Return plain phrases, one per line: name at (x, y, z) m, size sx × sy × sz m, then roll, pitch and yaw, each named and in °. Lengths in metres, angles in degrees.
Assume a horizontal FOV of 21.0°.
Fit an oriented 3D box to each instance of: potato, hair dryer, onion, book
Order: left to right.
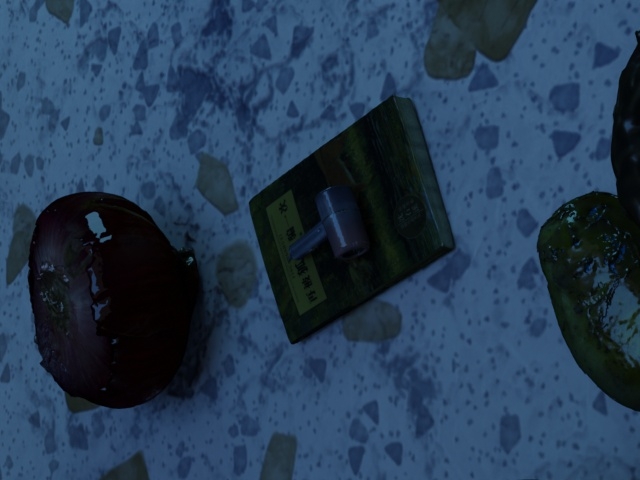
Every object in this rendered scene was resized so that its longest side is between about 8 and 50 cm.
onion at (-0.222, 0.063, 1.816) m, size 0.248 × 0.161 × 0.248 m, roll -20°, pitch 66°, yaw 54°
hair dryer at (0.000, 0.000, 1.640) m, size 0.114 × 0.037 × 0.063 m, roll -38°, pitch 64°, yaw 47°
book at (0.025, -0.017, 1.653) m, size 0.228 × 0.024 × 0.160 m, roll -33°, pitch 65°, yaw 40°
potato at (0.231, 0.049, 1.403) m, size 0.119 × 0.054 × 0.198 m, roll -26°, pitch 68°, yaw 40°

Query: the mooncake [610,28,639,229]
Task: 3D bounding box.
mooncake at (0.314, -0.086, 1.273) m, size 0.228 × 0.124 × 0.228 m, roll -5°, pitch 84°, yaw 48°
